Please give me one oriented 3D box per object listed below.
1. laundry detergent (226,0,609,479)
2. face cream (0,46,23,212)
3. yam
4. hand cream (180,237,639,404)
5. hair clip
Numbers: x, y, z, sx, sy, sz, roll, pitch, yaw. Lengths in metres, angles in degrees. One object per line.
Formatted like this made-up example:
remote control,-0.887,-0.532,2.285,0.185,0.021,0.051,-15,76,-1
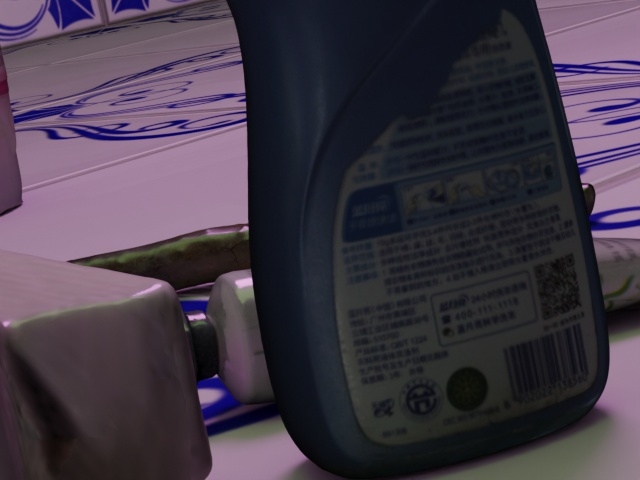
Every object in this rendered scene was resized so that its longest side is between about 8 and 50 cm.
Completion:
laundry detergent,0.020,-0.045,0.518,0.097,0.206,0.061,-11,11,-9
face cream,-0.281,-0.101,1.178,0.175,0.194,0.175,-10,8,2
yam,0.000,0.000,0.815,0.234,0.029,0.027,-9,52,3
hand cream,0.042,0.021,0.627,0.195,0.042,0.067,-8,1,-17
hair clip,-0.175,0.040,0.611,0.331,0.085,0.101,8,22,42
